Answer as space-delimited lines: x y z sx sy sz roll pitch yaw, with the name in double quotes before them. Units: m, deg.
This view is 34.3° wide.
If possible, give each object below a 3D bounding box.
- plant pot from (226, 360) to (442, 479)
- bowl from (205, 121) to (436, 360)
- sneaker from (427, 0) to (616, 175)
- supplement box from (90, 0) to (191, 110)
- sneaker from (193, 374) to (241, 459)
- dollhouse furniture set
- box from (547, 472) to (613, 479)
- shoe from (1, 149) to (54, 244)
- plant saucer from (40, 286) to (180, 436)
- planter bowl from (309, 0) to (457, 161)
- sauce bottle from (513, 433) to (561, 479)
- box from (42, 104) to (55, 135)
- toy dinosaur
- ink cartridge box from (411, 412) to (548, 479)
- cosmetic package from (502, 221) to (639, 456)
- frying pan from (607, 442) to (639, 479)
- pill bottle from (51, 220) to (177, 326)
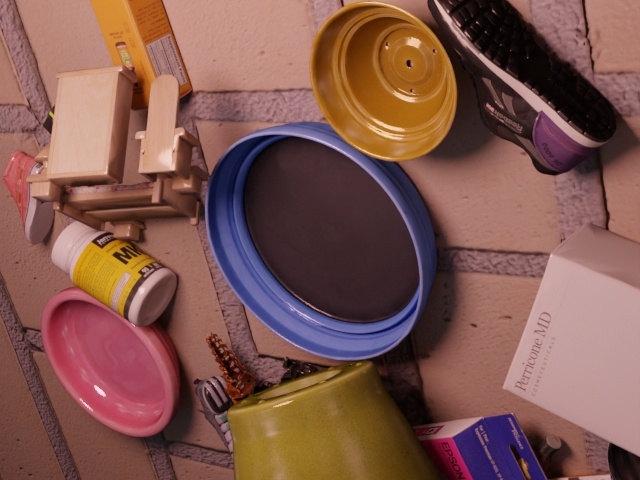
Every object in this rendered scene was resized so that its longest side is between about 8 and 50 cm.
"plant pot" 0.021 0.379 1.546 0.366 0.366 0.353 -20 88 42
"bowl" 0.000 0.000 1.582 0.391 0.077 0.391 18 126 27
"sneaker" 0.220 -0.192 1.283 0.283 0.107 0.124 46 140 3
"supplement box" -0.281 -0.321 1.586 0.078 0.080 0.233 0 116 37
"sneaker" -0.161 0.349 1.938 0.098 0.083 0.223 -9 109 62
"dollhouse furniture set" -0.272 -0.130 1.664 0.303 0.355 0.173 -2 75 20
"box" 0.399 0.392 1.547 0.136 0.028 0.081 -16 78 40
"shoe" -0.551 -0.083 1.949 0.081 0.063 0.178 27 125 22
"plant saucer" -0.395 0.225 2.012 0.332 0.084 0.332 19 128 26
"planter bowl" 0.100 -0.219 1.358 0.217 0.090 0.217 18 126 27
"sauce bottle" 0.326 0.340 1.581 0.042 0.042 0.128 39 132 10
"box" -0.426 -0.196 1.788 0.083 0.052 0.062 46 134 2
"toy dinosaur" -0.087 0.302 1.798 0.322 0.164 0.218 31 152 -11
"ink cartridge box" 0.194 0.382 1.658 0.371 0.069 0.175 -21 98 47
"cosmetic package" 0.447 0.156 1.277 0.385 0.156 0.217 22 117 22
"frying pan" 0.542 0.360 1.427 0.326 0.053 0.197 45 133 3
"pill bottle" -0.373 0.056 1.863 0.208 0.119 0.119 31 131 17
